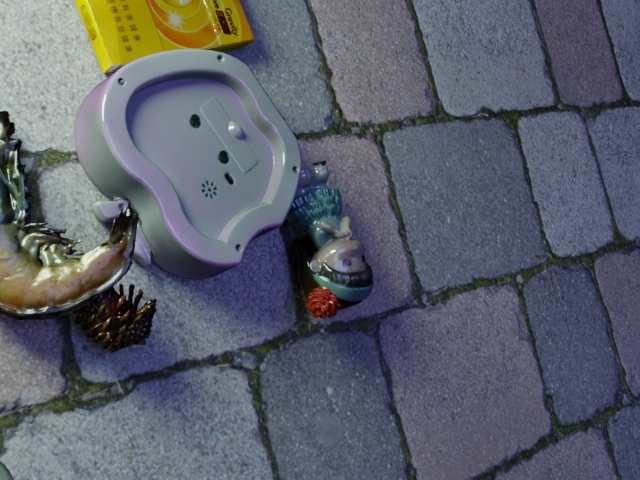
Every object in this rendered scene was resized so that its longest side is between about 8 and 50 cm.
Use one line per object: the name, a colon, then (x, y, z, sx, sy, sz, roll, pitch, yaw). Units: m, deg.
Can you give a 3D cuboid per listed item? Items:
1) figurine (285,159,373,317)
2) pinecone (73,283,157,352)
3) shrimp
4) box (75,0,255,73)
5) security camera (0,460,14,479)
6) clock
figurine: (0.000, 0.000, 1.407, 0.138, 0.110, 0.245, -14, 82, -37)
pinecone: (-0.278, 0.101, 1.169, 0.109, 0.102, 0.102, 18, 66, -13)
shrimp: (-0.354, -0.043, 1.144, 0.222, 0.054, 0.290, -10, 77, -18)
box: (-0.240, -0.355, 1.354, 0.269, 0.043, 0.152, -20, 91, -39)
security camera: (-0.443, 0.378, 0.984, 0.157, 0.080, 0.301, 33, 57, -25)
clock: (-0.191, -0.119, 1.292, 0.339, 0.102, 0.338, 11, 72, -35)
